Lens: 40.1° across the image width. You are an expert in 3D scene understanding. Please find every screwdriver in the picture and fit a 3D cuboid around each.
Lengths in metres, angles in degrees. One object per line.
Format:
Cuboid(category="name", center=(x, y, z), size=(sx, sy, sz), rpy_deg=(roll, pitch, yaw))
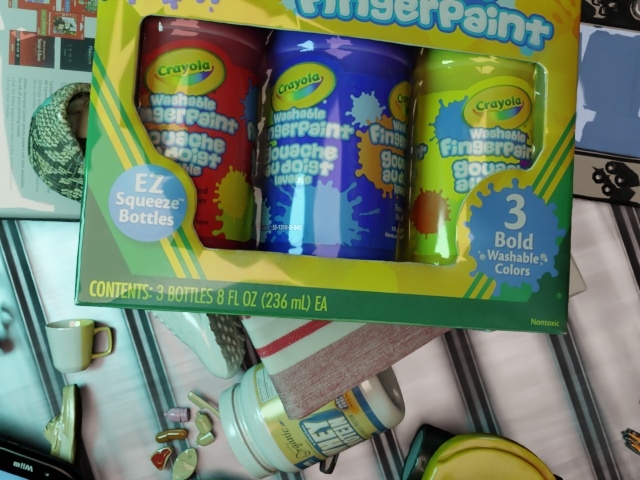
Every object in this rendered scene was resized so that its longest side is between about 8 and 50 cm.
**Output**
Cuboid(category="screwdriver", center=(0.030, 0.227, 1.165), size=(0.025, 0.024, 0.169), rpy_deg=(23, 81, -27))

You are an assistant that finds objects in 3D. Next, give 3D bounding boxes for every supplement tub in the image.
Cuboid(category="supplement tub", center=(-0.010, 0.201, 1.094), size=(0.200, 0.144, 0.144), rpy_deg=(-28, 87, 10))

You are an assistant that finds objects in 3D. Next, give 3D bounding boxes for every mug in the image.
Cuboid(category="mug", center=(-0.321, 0.140, 1.155), size=(0.078, 0.062, 0.064), rpy_deg=(-2, 96, 8))

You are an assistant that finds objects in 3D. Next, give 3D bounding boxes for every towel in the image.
Cuboid(category="towel", center=(0.000, 0.000, 0.958), size=(0.237, 0.037, 0.329), rpy_deg=(-28, 102, -16))

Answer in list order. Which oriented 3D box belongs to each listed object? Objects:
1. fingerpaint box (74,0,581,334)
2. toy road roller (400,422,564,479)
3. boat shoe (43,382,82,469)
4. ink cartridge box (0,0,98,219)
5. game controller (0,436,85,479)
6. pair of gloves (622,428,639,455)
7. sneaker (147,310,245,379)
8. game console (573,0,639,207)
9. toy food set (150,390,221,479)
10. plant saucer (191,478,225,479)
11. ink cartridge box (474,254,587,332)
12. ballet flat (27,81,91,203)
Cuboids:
Cuboid(category="fingerpaint box", center=(0.010, -0.107, 0.836), size=(0.445, 0.163, 0.371), rpy_deg=(5, 85, -12))
Cuboid(category="toy road roller", center=(0.165, 0.391, 1.041), size=(0.203, 0.240, 0.329), rpy_deg=(22, 88, 2))
Cuboid(category="boat shoe", center=(-0.341, 0.256, 1.155), size=(0.045, 0.050, 0.135), rpy_deg=(3, 88, -4))
Cuboid(category="ink cartridge box", center=(-0.331, -0.178, 1.116), size=(0.272, 0.130, 0.309), rpy_deg=(2, 88, -18))
Cuboid(category="game controller", center=(-0.457, 0.312, 1.130), size=(0.319, 0.067, 0.166), rpy_deg=(18, 120, 2))
Cuboid(category="pair of gloves", center=(0.445, 0.250, 1.155), size=(0.074, 0.010, 0.083), rpy_deg=(31, 86, 4))
Cuboid(category="sneaker", center=(-0.181, 0.081, 1.150), size=(0.095, 0.090, 0.235), rpy_deg=(-29, 84, 13))
Cuboid(category="game console", center=(0.415, -0.194, 1.093), size=(0.250, 0.173, 0.293), rpy_deg=(9, 88, 1))
Cuboid(category="toy food set", center=(-0.184, 0.262, 1.168), size=(0.078, 0.019, 0.122), rpy_deg=(36, 97, 3))
Cuboid(category="plant saucer", center=(-0.144, 0.449, 1.148), size=(0.278, 0.041, 0.277), rpy_deg=(0, 87, 2))
Cuboid(category="ink cartridge box", center=(0.174, -0.052, 1.067), size=(0.131, 0.226, 0.306), rpy_deg=(-26, 86, -2))
Cuboid(category="ballet flat", center=(-0.109, -0.033, 1.023), size=(0.483, 0.182, 0.164), rpy_deg=(29, 68, -17))
